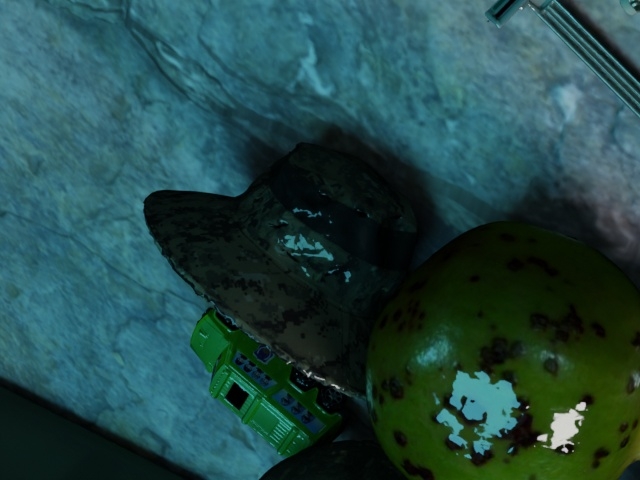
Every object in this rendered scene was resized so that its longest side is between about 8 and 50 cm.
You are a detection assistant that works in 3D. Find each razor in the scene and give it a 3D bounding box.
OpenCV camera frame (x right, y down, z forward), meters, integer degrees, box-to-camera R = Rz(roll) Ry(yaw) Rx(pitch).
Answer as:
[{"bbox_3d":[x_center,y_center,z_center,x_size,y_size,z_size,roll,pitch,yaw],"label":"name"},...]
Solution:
[{"bbox_3d":[0.199,-0.107,1.116,0.191,0.037,0.068,44,99,-4],"label":"razor"}]

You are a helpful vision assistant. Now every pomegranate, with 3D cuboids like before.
[{"bbox_3d":[0.171,0.092,1.174,0.285,0.231,0.231,-2,122,29],"label":"pomegranate"}]

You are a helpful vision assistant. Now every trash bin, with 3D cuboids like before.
[{"bbox_3d":[-0.288,0.310,1.796,0.343,0.158,0.223,21,134,26],"label":"trash bin"}]

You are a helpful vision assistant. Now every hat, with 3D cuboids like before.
[{"bbox_3d":[0.000,0.000,1.296,0.265,0.265,0.128,37,103,10],"label":"hat"}]

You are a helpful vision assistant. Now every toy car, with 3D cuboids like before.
[{"bbox_3d":[-0.053,0.129,1.511,0.165,0.062,0.071,40,141,7],"label":"toy car"}]

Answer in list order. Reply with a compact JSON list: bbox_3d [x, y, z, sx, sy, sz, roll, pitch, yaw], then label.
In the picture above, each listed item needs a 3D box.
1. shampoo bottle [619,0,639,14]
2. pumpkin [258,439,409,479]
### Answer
[{"bbox_3d":[0.234,-0.170,1.022,0.034,0.049,0.141,48,143,-11],"label":"shampoo bottle"},{"bbox_3d":[0.046,0.332,1.445,0.291,0.257,0.328,22,128,6],"label":"pumpkin"}]
